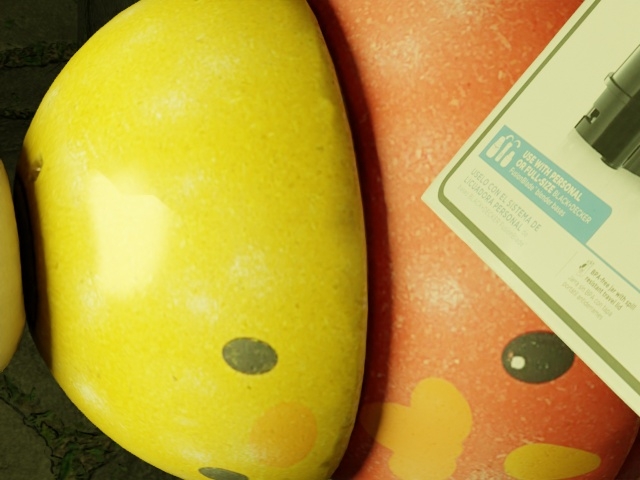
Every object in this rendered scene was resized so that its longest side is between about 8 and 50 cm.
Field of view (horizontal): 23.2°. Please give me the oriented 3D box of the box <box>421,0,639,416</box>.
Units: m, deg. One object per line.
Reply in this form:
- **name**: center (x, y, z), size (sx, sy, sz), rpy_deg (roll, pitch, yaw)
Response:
- **box**: center (0.175, -0.070, 0.418), size (0.290, 0.087, 0.169), rpy_deg (-49, 29, 7)

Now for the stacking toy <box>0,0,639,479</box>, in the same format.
- **stacking toy**: center (0.000, 0.000, 0.636), size (0.350, 0.479, 0.351), rpy_deg (173, 90, -74)
